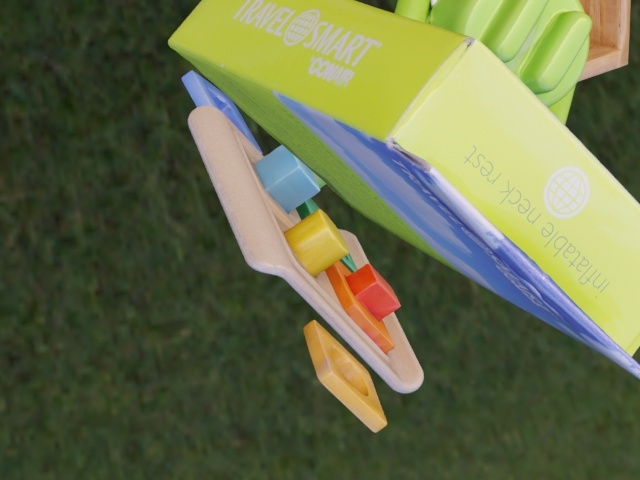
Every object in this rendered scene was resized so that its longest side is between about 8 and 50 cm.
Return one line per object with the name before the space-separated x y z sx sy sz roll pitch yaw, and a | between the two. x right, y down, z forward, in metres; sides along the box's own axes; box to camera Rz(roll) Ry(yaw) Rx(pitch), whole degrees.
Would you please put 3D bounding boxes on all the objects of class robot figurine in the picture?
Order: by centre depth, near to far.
robot figurine | 0.082 -0.092 0.859 0.101 0.115 0.067 31 84 -18

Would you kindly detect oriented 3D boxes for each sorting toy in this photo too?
sorting toy | 0.000 0.000 1.303 0.047 0.348 0.196 -37 134 12

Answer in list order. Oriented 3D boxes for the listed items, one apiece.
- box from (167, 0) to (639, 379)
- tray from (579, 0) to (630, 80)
box | 0.033 -0.026 0.554 0.109 0.178 0.042 41 86 -30
tray | 0.139 -0.310 1.274 0.203 0.076 0.411 -21 117 -48
